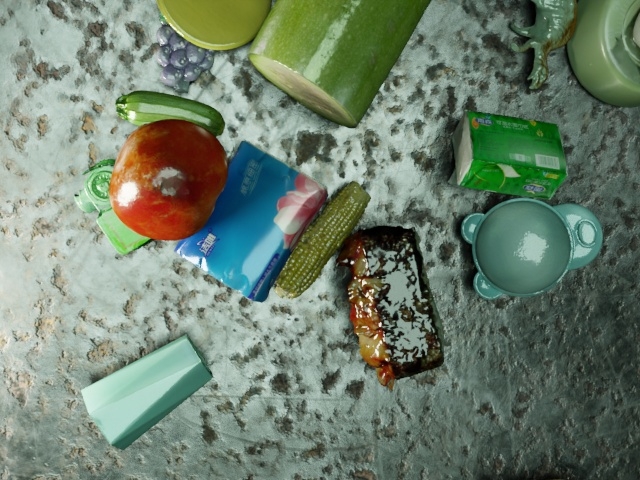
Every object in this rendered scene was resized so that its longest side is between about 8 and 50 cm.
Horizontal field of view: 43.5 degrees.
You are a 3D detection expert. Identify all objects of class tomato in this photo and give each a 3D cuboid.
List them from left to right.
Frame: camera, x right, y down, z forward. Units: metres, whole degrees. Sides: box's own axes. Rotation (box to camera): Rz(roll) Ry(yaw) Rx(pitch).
[{"bbox_3d":[-0.276,-0.104,1.457,0.200,0.139,0.233,21,98,-15],"label":"tomato"}]

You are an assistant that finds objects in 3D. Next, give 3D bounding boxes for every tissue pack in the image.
[{"bbox_3d":[-0.138,-0.038,1.587,0.209,0.137,0.270,32,90,14],"label":"tissue pack"},{"bbox_3d":[0.385,-0.165,1.694,0.208,0.156,0.148,6,58,-9],"label":"tissue pack"}]

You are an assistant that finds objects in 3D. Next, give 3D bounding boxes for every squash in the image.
[{"bbox_3d":[-0.297,-0.253,1.597,0.219,0.068,0.077,8,73,-10],"label":"squash"},{"bbox_3d":[0.057,-0.448,1.545,0.263,0.263,0.384,32,88,-11],"label":"squash"}]

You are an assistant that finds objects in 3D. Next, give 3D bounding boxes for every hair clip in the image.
[{"bbox_3d":[-0.268,-0.391,1.610,0.124,0.052,0.196,4,86,-19],"label":"hair clip"}]

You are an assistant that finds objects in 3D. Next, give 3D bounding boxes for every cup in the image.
[{"bbox_3d":[-0.338,0.296,1.606,0.235,0.148,0.134,-33,132,-5],"label":"cup"}]

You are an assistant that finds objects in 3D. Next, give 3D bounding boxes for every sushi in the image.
[{"bbox_3d":[0.152,0.138,1.662,0.181,0.196,0.344,-11,91,10],"label":"sushi"}]

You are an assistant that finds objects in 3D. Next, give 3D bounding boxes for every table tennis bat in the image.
[{"bbox_3d":[-0.262,-0.533,1.587,0.368,0.054,0.224,39,77,-10],"label":"table tennis bat"}]

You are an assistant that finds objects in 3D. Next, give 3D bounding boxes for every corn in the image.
[{"bbox_3d":[0.000,0.000,1.664,0.086,0.086,0.288,39,85,-10],"label":"corn"}]

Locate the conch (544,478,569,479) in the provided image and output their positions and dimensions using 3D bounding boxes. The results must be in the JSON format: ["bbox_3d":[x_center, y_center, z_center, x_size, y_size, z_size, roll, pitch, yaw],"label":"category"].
[{"bbox_3d":[0.546,0.650,1.756,0.249,0.197,0.368,-36,102,31],"label":"conch"}]

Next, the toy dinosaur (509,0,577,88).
[{"bbox_3d":[0.473,-0.529,1.694,0.205,0.092,0.393,28,89,-10],"label":"toy dinosaur"}]

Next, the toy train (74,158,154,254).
[{"bbox_3d":[-0.347,-0.098,1.576,0.243,0.132,0.188,-34,106,-5],"label":"toy train"}]

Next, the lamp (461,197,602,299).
[{"bbox_3d":[0.455,0.008,1.707,0.283,0.147,0.210,-13,92,-9],"label":"lamp"}]

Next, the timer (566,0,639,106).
[{"bbox_3d":[0.702,-0.432,1.628,0.290,0.315,0.291,-1,94,-10],"label":"timer"}]
